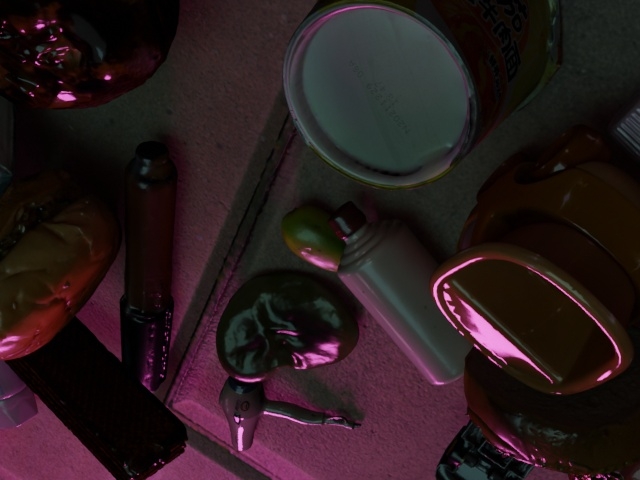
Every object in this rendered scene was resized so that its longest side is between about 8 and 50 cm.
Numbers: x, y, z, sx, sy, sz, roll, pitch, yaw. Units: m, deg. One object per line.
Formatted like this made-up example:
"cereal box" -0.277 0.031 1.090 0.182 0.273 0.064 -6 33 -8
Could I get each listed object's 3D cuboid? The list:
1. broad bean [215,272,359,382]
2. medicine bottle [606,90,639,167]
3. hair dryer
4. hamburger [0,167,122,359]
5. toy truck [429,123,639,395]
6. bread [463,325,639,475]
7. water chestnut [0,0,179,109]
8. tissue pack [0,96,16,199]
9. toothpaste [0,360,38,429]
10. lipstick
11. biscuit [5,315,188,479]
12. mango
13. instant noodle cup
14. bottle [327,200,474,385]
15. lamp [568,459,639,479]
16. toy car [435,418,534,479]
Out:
"broad bean" -0.047 0.115 1.569 0.207 0.072 0.153 -25 110 26
"medicine bottle" 0.385 -0.068 1.189 0.203 0.083 0.083 43 131 -3
"hair dryer" -0.056 0.265 1.694 0.199 0.067 0.167 21 140 -4
"hamburger" -0.390 0.046 1.545 0.158 0.318 0.318 42 131 2
"toy truck" 0.250 0.021 1.202 0.204 0.211 0.288 43 159 -5
"bread" 0.277 0.163 1.311 0.236 0.236 0.070 14 127 20
"water chestnut" -0.325 -0.279 1.270 0.335 0.347 0.335 21 138 20
"tissue pack" -0.488 -0.088 1.587 0.081 0.185 0.257 12 139 -29
"toothpaste" -0.544 0.121 1.835 0.125 0.080 0.371 -7 113 32
"lipstick" -0.236 0.046 1.608 0.077 0.077 0.418 21 130 15
"biscuit" -0.352 0.196 1.685 0.388 0.107 0.073 40 140 21
"mango" 0.000 0.000 1.466 0.108 0.056 0.073 39 136 -16
"instant noodle cup" 0.091 -0.187 1.191 0.264 0.200 0.264 15 128 21
"bottle" 0.099 0.055 1.415 0.104 0.104 0.245 -32 104 40
"lamp" 0.379 0.264 1.392 0.182 0.140 0.182 31 145 24
"toy car" 0.233 0.246 1.485 0.097 0.100 0.191 35 111 4
